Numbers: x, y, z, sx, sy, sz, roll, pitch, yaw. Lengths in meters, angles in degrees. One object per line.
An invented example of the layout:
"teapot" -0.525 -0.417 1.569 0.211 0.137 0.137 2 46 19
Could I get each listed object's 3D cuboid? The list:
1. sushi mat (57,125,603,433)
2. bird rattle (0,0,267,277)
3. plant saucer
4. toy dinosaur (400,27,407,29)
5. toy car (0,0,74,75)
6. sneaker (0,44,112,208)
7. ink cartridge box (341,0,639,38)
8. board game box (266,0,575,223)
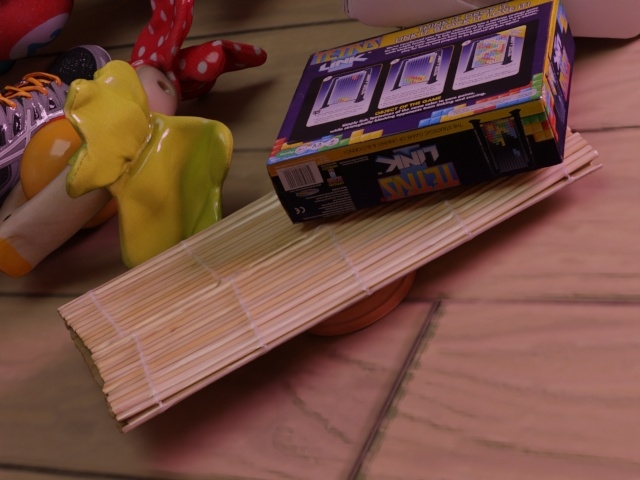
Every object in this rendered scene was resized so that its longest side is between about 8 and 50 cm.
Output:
"sushi mat" 0.000 0.000 0.880 0.316 0.019 0.151 -29 29 -8
"bird rattle" -0.153 -0.076 1.029 0.207 0.143 0.253 -37 29 19
"plant saucer" 0.017 0.022 0.876 0.083 0.013 0.083 -19 37 15
"toy dinosaur" 0.081 -0.179 1.035 0.047 0.090 0.082 43 108 38
"toy car" -0.193 -0.247 1.243 0.238 0.219 0.210 4 74 -15
"sneaker" -0.232 -0.085 1.125 0.084 0.083 0.215 3 46 39
"ink cartridge box" 0.130 -0.268 1.010 0.207 0.117 0.283 3 42 6
"board game box" 0.064 -0.082 0.897 0.170 0.048 0.141 -12 30 22
